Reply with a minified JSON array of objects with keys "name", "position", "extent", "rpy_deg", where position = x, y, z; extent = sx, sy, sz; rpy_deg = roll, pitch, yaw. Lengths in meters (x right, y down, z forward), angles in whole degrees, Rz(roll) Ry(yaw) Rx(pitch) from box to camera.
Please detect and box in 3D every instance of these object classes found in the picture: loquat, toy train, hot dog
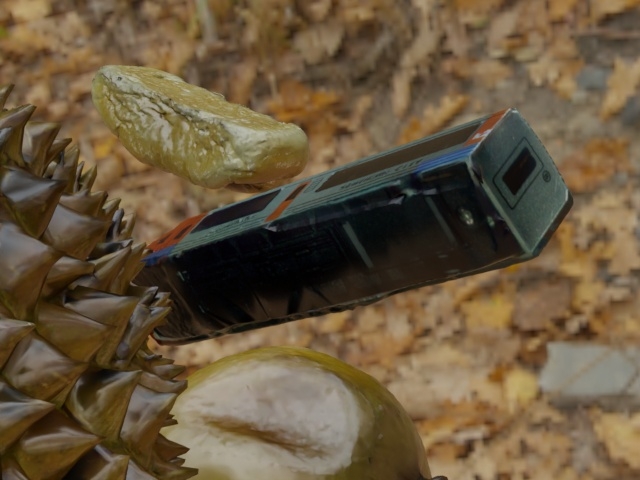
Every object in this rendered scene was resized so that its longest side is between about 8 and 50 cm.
[{"name":"loquat","position":[-0.024,0.163,0.971],"extent":[0.213,0.213,0.213],"rpy_deg":[-6,37,4]},{"name":"toy train","position":[0.000,0.000,1.216],"extent":[0.409,0.086,0.089],"rpy_deg":[-16,25,48]},{"name":"hot dog","position":[-0.110,-0.089,1.423],"extent":[0.084,0.073,0.242],"rpy_deg":[4,16,-45]}]

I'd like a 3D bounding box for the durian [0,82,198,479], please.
[{"name":"durian","position":[-0.207,0.088,0.685],"extent":[0.347,0.348,0.384],"rpy_deg":[-14,47,-7]}]
